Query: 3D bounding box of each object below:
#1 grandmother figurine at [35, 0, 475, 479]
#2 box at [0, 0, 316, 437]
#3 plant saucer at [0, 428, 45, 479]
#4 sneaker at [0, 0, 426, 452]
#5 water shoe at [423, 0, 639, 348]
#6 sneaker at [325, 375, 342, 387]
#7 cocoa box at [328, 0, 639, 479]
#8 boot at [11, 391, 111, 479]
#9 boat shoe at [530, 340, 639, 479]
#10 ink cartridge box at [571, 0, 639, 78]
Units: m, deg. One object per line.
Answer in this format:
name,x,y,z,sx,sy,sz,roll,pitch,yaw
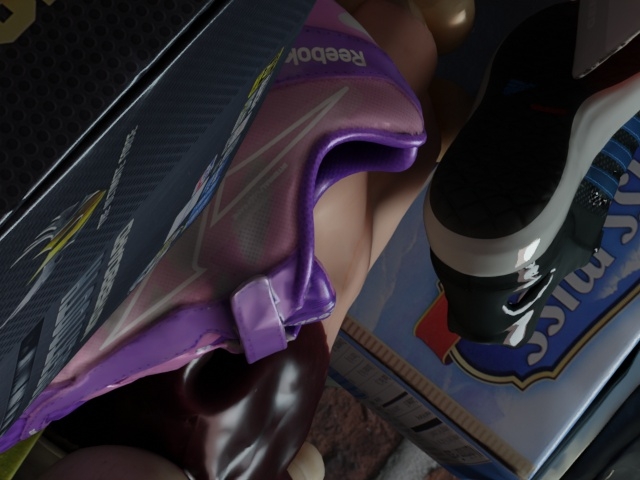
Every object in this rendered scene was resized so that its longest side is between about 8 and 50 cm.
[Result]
grandmother figurine,-0.030,0.038,0.738,0.342,0.104,0.208,-60,144,-42
box,-0.078,-0.004,0.427,0.183,0.059,0.233,-49,177,-24
plant saucer,-0.176,0.121,0.704,0.188,0.045,0.188,-53,177,42
sneaker,-0.053,0.009,0.606,0.236,0.104,0.095,-49,179,-10
water shoe,0.097,-0.034,0.833,0.203,0.073,0.080,-48,146,-43
sneaker,0.000,0.000,1.222,0.227,0.087,0.130,-107,-151,-63
cocoa box,0.110,-0.071,1.016,0.347,0.228,0.231,-51,178,-7
boot,-0.088,0.120,0.876,0.208,0.189,0.076,-48,-160,54
boat shoe,0.161,0.104,0.972,0.233,0.079,0.084,-50,179,28
ink cartridge box,0.201,-0.217,0.782,0.239,0.060,0.275,-41,-146,55
